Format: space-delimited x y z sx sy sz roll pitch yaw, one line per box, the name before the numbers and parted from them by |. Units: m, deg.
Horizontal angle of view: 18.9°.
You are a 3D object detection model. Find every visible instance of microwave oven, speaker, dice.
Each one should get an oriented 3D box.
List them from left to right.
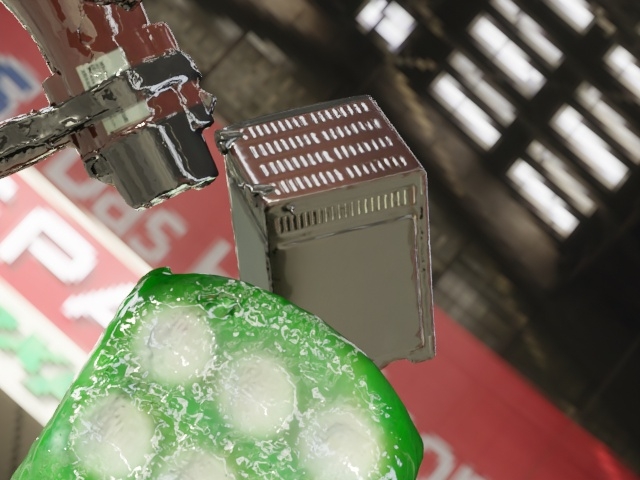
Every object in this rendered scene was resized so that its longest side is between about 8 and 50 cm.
speaker | -0.248 -0.174 1.749 0.198 0.259 0.330 -28 -98 67
dice | -0.107 0.219 1.686 0.297 0.287 0.300 35 -28 -1
microwave oven | 0.002 0.000 1.936 0.188 0.178 0.247 -124 -156 -52

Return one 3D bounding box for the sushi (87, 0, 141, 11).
sushi | -0.188 -0.261 1.523 0.150 0.153 0.172 38 -35 -16
